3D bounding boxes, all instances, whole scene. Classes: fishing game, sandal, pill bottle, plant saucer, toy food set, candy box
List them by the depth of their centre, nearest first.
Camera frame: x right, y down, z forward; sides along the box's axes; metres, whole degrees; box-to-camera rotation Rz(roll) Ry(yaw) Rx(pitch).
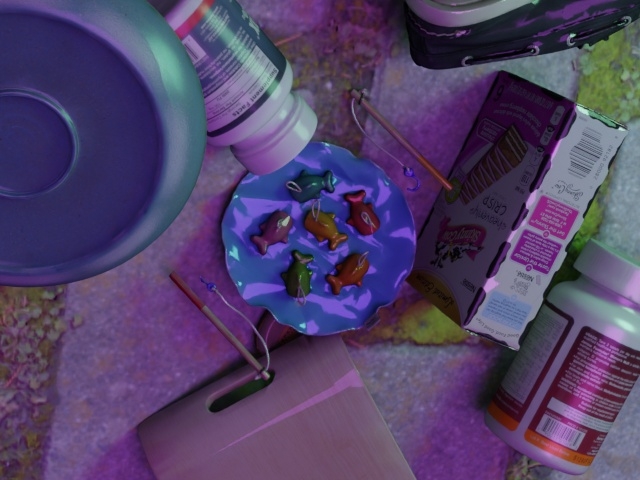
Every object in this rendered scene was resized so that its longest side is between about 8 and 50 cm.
[{"bbox_3d":[-0.254,-0.087,1.355,0.317,0.044,0.318,-2,121,-3],"label":"plant saucer"},{"bbox_3d":[-0.088,-0.147,1.424,0.108,0.108,0.180,-44,118,-3],"label":"pill bottle"},{"bbox_3d":[0.000,0.000,1.512,0.264,0.041,0.189,-42,94,-7],"label":"fishing game"},{"bbox_3d":[0.180,-0.033,1.541,0.071,0.159,0.233,21,98,-25],"label":"candy box"},{"bbox_3d":[0.001,0.047,1.558,0.072,0.049,0.180,29,95,-27],"label":"sandal"},{"bbox_3d":[-0.018,0.253,1.611,0.219,0.092,0.306,-27,115,2],"label":"toy food set"},{"bbox_3d":[0.268,0.118,1.648,0.121,0.121,0.221,24,98,-27],"label":"pill bottle"}]

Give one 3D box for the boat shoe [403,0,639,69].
[{"bbox_3d":[0.230,-0.230,1.525,0.340,0.127,0.113,-20,143,-23],"label":"boat shoe"}]
